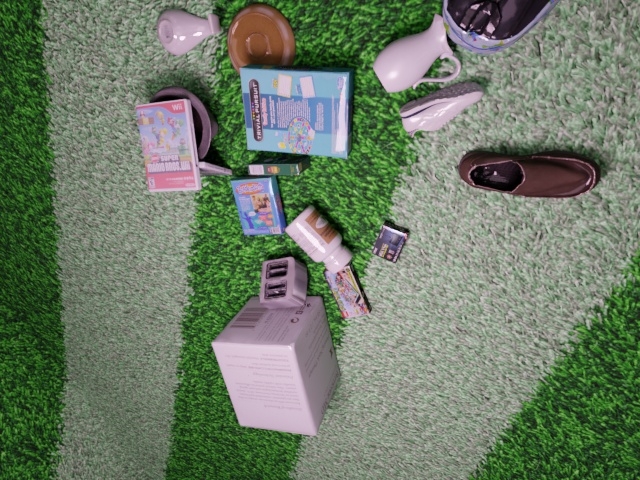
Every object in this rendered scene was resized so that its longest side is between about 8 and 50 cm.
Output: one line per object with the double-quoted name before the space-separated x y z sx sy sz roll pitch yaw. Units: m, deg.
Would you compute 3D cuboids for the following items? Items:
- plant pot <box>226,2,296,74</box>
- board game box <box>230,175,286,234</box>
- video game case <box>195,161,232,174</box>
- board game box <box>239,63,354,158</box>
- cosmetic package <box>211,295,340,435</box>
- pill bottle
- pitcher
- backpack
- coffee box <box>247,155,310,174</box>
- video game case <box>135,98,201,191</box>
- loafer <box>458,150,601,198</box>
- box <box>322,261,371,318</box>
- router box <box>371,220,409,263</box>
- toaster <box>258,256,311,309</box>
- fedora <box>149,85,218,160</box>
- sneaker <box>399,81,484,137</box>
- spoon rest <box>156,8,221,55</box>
"plant pot" -0.191 -0.598 1.337 0.236 0.032 0.237 9 118 17
"board game box" -0.217 -0.124 1.535 0.159 0.047 0.211 0 115 21
"video game case" -0.437 -0.250 1.521 0.190 0.173 0.022 2 91 20
"board game box" -0.069 -0.400 1.339 0.335 0.079 0.254 8 122 14
"cosmetic package" -0.150 0.460 1.660 0.327 0.329 0.394 -3 114 22
"pill bottle" 0.000 0.000 1.496 0.229 0.131 0.131 46 121 -5
"pitcher" 0.264 -0.478 1.182 0.207 0.126 0.178 -30 117 18
"backpack" 0.434 -0.608 0.982 0.290 0.273 0.356 29 94 1
"coffee box" -0.136 -0.248 1.439 0.184 0.113 0.041 2 114 18
"video game case" -0.498 -0.305 1.422 0.203 0.025 0.286 0 103 20
"loafer" 0.569 -0.169 1.198 0.365 0.130 0.134 4 116 19
"box" 0.100 0.187 1.604 0.114 0.036 0.207 -16 108 27
"router box" 0.236 0.006 1.463 0.092 0.038 0.123 23 120 10
"toaster" -0.133 0.161 1.596 0.185 0.168 0.110 -10 155 25
"fedora" -0.449 -0.399 1.476 0.275 0.124 0.244 19 118 18
"sneaker" 0.345 -0.369 1.225 0.234 0.090 0.095 -12 122 29
"spoon rest" -0.415 -0.667 1.374 0.276 0.084 0.138 9 117 31
